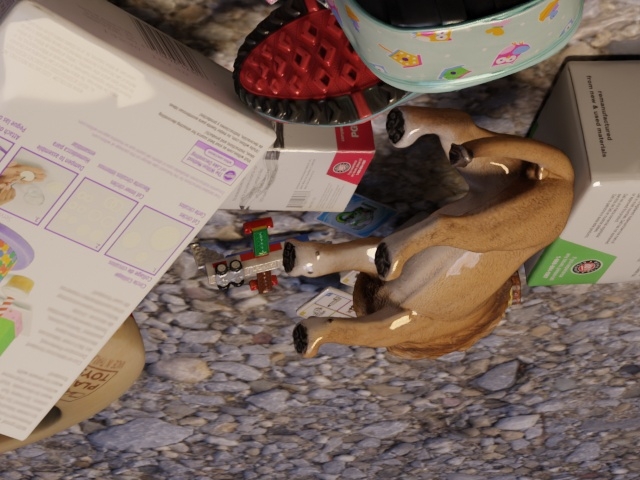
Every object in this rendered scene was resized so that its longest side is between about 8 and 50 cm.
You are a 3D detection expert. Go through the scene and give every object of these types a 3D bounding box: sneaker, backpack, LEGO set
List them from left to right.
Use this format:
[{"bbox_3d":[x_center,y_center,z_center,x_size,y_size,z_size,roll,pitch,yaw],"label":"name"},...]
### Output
[{"bbox_3d":[0.000,0.000,1.561,0.182,0.060,0.244,-38,144,28],"label":"LEGO set"},{"bbox_3d":[0.067,-0.134,1.187,0.262,0.104,0.125,-15,166,2],"label":"sneaker"},{"bbox_3d":[0.074,-0.180,0.971,0.166,0.188,0.144,-16,148,-5],"label":"backpack"}]

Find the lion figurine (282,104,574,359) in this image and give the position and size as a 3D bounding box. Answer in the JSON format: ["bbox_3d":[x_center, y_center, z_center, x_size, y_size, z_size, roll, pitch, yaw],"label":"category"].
[{"bbox_3d":[0.117,0.003,1.349,0.240,0.142,0.392,-3,162,-26],"label":"lion figurine"}]

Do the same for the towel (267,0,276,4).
[{"bbox_3d":[-0.036,-0.230,1.057,0.144,0.029,0.197,-23,150,29],"label":"towel"}]

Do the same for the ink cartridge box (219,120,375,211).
[{"bbox_3d":[-0.042,-0.075,1.343,0.150,0.063,0.109,1,154,-15],"label":"ink cartridge box"}]

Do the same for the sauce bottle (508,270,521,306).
[{"bbox_3d":[0.145,0.054,1.688,0.128,0.042,0.042,-5,155,0],"label":"sauce bottle"}]

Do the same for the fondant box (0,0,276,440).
[{"bbox_3d":[-0.228,-0.024,1.183,0.238,0.096,0.330,27,111,-40],"label":"fondant box"}]

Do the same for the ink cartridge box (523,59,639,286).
[{"bbox_3d":[0.334,-0.057,1.405,0.289,0.121,0.211,-2,154,-10],"label":"ink cartridge box"}]

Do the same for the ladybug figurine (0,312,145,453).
[{"bbox_3d":[-0.361,0.105,1.518,0.449,0.162,0.305,-19,157,26],"label":"ladybug figurine"}]
